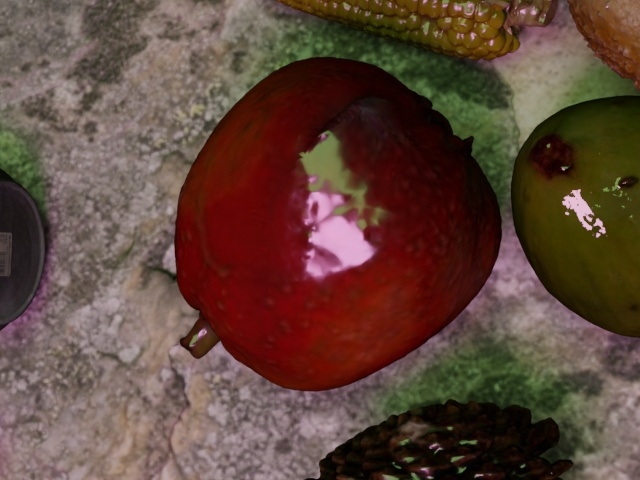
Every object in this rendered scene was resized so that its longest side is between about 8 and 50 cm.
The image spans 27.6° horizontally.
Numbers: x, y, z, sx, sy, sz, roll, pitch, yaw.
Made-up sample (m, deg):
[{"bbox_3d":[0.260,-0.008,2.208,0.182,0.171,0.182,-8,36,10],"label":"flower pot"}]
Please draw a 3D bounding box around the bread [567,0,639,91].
[{"bbox_3d":[0.333,-0.186,1.051,0.306,0.305,0.158,21,115,17],"label":"bread"}]

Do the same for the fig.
[{"bbox_3d":[0.253,-0.027,1.074,0.203,0.225,0.202,-14,67,35],"label":"fig"}]

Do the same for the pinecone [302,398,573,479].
[{"bbox_3d":[0.104,0.273,1.066,0.246,0.246,0.292,-1,96,14],"label":"pinecone"}]

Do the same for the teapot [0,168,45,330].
[{"bbox_3d":[-0.401,0.025,1.264,0.225,0.171,0.203,1,83,21],"label":"teapot"}]

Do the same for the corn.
[{"bbox_3d":[0.062,-0.248,1.214,0.322,0.119,0.119,20,86,16],"label":"corn"}]

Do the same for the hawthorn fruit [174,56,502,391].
[{"bbox_3d":[0.000,0.000,1.118,0.265,0.265,0.307,46,100,17],"label":"hawthorn fruit"}]
